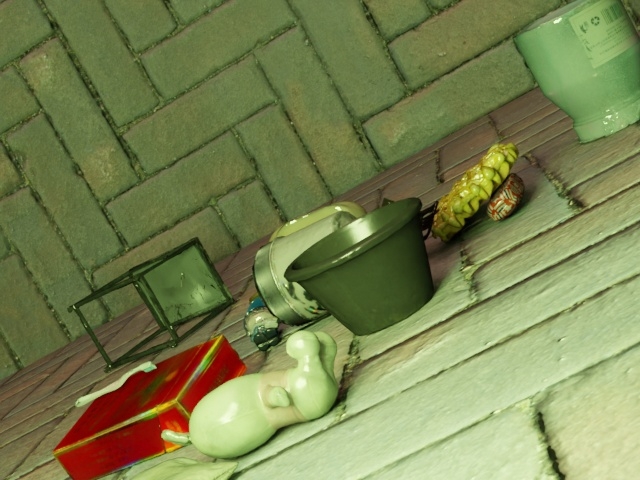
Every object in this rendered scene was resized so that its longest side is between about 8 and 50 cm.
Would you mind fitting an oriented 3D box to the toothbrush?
[{"bbox_3d":[-0.378,0.263,1.805,0.204,0.022,0.017,-28,33,26],"label":"toothbrush"}]

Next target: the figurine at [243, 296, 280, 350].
[{"bbox_3d":[-0.113,0.176,2.021,0.086,0.087,0.149,-31,23,-1],"label":"figurine"}]

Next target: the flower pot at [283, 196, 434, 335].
[{"bbox_3d":[0.087,0.057,1.688,0.269,0.166,0.269,-27,10,5],"label":"flower pot"}]

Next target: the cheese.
[{"bbox_3d":[0.000,0.000,2.429,0.266,0.127,0.233,-23,-9,-1],"label":"cheese"}]

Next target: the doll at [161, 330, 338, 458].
[{"bbox_3d":[-0.085,0.234,1.378,0.275,0.113,0.155,-34,-13,3],"label":"doll"}]

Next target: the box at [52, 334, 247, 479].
[{"bbox_3d":[-0.296,0.298,1.728,0.313,0.089,0.197,-27,16,31],"label":"box"}]

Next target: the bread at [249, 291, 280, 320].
[{"bbox_3d":[-0.050,0.108,2.228,0.236,0.070,0.236,-29,6,3],"label":"bread"}]

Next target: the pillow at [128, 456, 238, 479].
[{"bbox_3d":[-0.214,0.343,1.364,0.148,0.050,0.229,-23,5,-30],"label":"pillow"}]

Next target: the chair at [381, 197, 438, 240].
[{"bbox_3d":[0.165,-0.038,1.982,0.212,0.101,0.084,103,-177,-78],"label":"chair"}]

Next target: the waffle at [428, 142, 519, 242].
[{"bbox_3d":[0.305,-0.092,2.057,0.309,0.065,0.283,-46,0,-32],"label":"waffle"}]

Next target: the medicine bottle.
[{"bbox_3d":[0.603,-0.388,2.215,0.245,0.290,0.245,-28,9,4],"label":"medicine bottle"}]

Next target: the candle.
[{"bbox_3d":[0.035,0.041,1.936,0.330,0.187,0.187,-25,9,26],"label":"candle"}]

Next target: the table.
[{"bbox_3d":[-0.478,0.183,2.777,0.335,0.222,0.272,-24,8,41],"label":"table"}]

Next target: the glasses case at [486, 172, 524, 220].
[{"bbox_3d":[0.373,-0.086,1.961,0.073,0.049,0.194,-49,0,22],"label":"glasses case"}]
